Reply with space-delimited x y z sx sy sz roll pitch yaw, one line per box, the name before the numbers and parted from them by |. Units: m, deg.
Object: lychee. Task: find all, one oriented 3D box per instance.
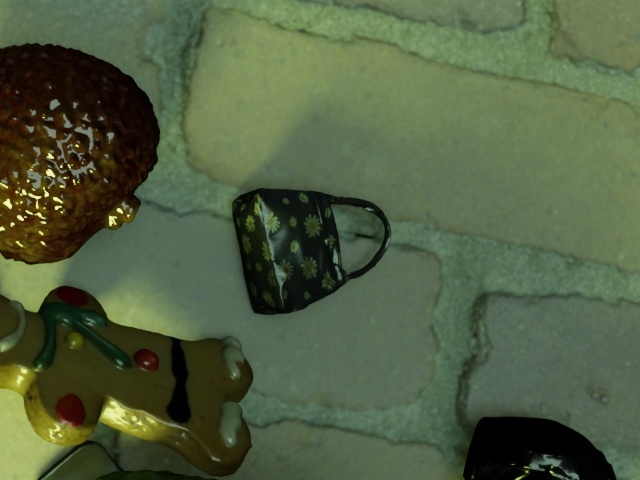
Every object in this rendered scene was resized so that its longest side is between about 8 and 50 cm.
lychee | -0.224 -0.079 1.407 0.194 0.194 0.194 0 89 -13

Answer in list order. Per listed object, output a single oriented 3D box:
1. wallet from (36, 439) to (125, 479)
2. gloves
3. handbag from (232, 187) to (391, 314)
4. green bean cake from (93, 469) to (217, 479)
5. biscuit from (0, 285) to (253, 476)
wallet | -0.184 0.254 1.491 0.082 0.018 0.157 -42 100 -14
gloves | 0.202 0.276 1.536 0.164 0.124 0.203 9 109 8
handbag | 0.000 0.000 1.515 0.139 0.072 0.115 -13 90 -17
green bean cake | -0.065 0.282 1.389 0.249 0.247 0.156 15 78 -22
biscuit | -0.192 0.102 1.406 0.301 0.197 0.049 18 116 -16
